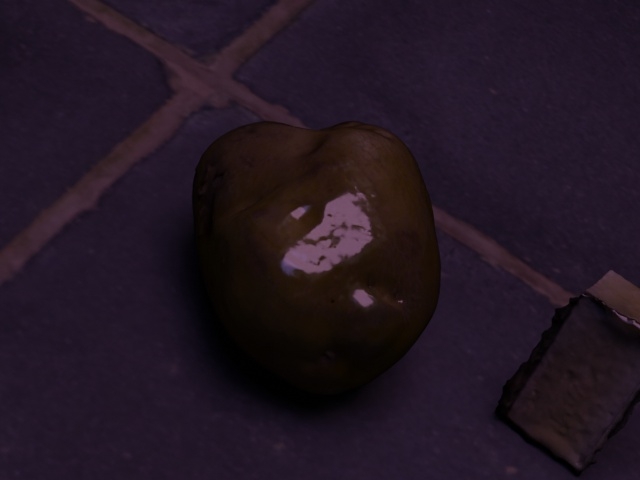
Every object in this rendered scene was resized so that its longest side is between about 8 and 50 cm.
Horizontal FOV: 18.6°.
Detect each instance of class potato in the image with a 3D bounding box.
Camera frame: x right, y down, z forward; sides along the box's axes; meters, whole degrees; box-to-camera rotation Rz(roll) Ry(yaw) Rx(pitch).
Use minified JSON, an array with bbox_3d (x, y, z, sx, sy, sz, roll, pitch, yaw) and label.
[{"bbox_3d":[-0.001,0.004,1.256,0.155,0.137,0.200,-13,46,0],"label":"potato"},{"bbox_3d":[0.180,0.084,1.275,0.086,0.122,0.061,35,32,9],"label":"potato"}]
